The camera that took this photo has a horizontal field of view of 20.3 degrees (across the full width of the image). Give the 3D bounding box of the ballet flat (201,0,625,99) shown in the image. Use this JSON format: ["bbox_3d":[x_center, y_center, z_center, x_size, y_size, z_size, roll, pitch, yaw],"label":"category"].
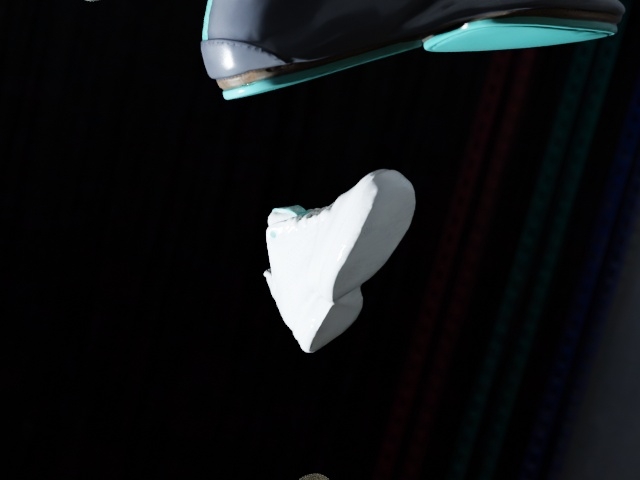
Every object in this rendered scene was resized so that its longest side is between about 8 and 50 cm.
[{"bbox_3d":[0.042,-0.107,0.753,0.203,0.074,0.074,-12,-159,-27],"label":"ballet flat"}]

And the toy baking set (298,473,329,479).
[{"bbox_3d":[-0.022,0.271,1.199,0.256,0.196,0.030,-23,177,-30],"label":"toy baking set"}]

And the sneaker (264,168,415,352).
[{"bbox_3d":[0.000,0.000,1.365,0.080,0.212,0.094,-29,-110,-34],"label":"sneaker"}]
